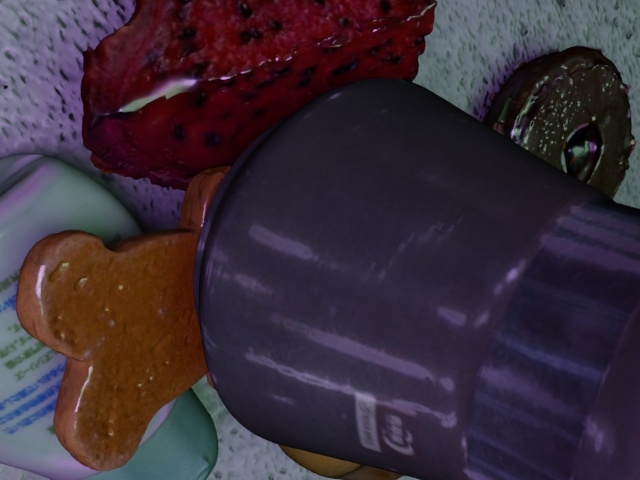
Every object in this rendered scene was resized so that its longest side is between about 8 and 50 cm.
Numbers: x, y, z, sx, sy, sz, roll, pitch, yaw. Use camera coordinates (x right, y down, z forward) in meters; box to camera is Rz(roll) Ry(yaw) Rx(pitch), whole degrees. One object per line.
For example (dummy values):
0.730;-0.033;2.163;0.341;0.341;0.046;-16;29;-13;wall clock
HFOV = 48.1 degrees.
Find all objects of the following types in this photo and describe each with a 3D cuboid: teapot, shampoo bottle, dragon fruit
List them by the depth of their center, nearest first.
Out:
0.123;0.083;0.526;0.305;0.361;0.376;-46;135;-22;teapot
-0.055;-0.164;0.592;0.330;0.240;0.302;-29;101;-35;dragon fruit
-0.208;0.111;0.614;0.222;0.151;0.350;-44;125;-28;shampoo bottle

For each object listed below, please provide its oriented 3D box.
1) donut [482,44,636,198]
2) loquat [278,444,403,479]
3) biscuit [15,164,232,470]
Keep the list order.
0.315;-0.126;0.962;0.269;0.103;0.270;-13;114;-32;donut
0.041;0.170;0.789;0.213;0.213;0.213;-12;110;-34;loquat
-0.093;0.045;0.594;0.324;0.049;0.206;-30;122;-46;biscuit
